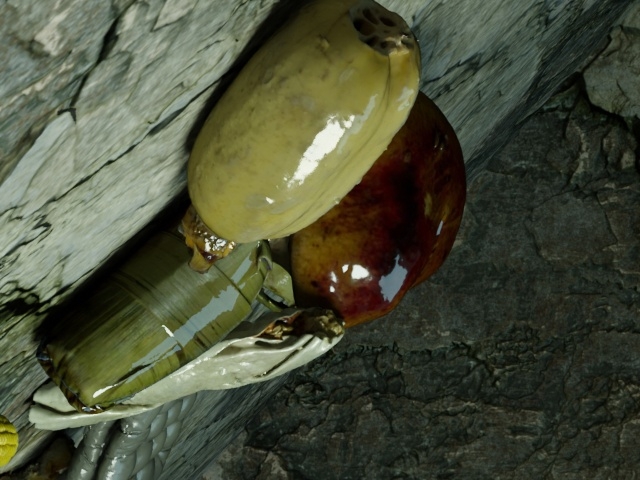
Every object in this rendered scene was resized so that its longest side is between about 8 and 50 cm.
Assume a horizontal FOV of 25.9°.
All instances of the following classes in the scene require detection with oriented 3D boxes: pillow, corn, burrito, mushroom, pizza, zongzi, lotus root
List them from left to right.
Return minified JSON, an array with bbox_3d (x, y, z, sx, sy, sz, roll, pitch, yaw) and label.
[{"bbox_3d":[-0.366,0.209,1.422,0.067,0.067,0.206,-47,170,3],"label":"corn"},{"bbox_3d":[-0.402,0.364,1.908,0.161,0.085,0.305,-53,171,29],"label":"pizza"},{"bbox_3d":[-0.245,0.231,1.854,0.326,0.101,0.228,-63,169,19],"label":"pillow"},{"bbox_3d":[-0.181,0.089,1.585,0.286,0.138,0.300,-41,175,-14],"label":"zongzi"},{"bbox_3d":[-0.162,0.153,1.659,0.392,0.076,0.117,-17,169,5],"label":"burrito"},{"bbox_3d":[-0.037,-0.099,1.370,0.169,0.151,0.343,-8,147,-53],"label":"lotus root"},{"bbox_3d":[0.039,-0.053,1.796,0.345,0.259,0.345,13,90,-71],"label":"mushroom"}]

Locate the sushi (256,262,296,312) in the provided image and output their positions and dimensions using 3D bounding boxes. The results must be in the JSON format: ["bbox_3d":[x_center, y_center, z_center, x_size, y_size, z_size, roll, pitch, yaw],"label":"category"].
[{"bbox_3d":[-0.003,0.003,2.041,0.291,0.139,0.131,-52,178,25],"label":"sushi"}]
